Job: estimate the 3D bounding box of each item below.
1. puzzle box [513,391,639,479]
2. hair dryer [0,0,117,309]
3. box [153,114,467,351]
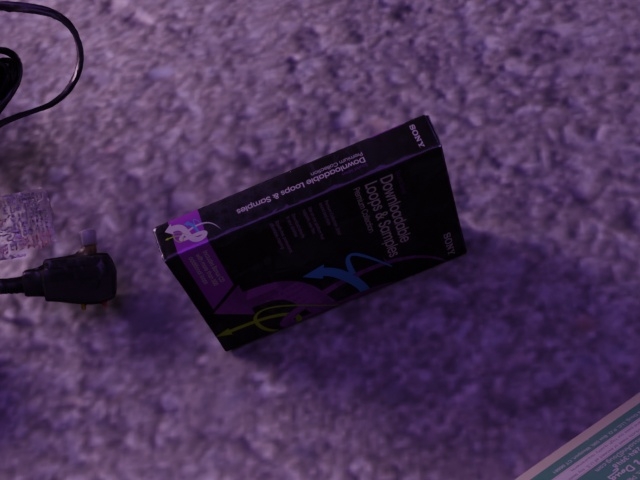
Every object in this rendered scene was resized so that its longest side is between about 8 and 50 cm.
[{"bbox_3d":[0.096,0.208,0.427,0.409,0.052,0.272,-30,26,-19],"label":"puzzle box"},{"bbox_3d":[-0.284,-0.024,0.769,0.294,0.080,0.223,-14,72,-7],"label":"hair dryer"},{"bbox_3d":[0.000,0.000,0.670,0.162,0.116,0.029,-24,56,0],"label":"box"}]
